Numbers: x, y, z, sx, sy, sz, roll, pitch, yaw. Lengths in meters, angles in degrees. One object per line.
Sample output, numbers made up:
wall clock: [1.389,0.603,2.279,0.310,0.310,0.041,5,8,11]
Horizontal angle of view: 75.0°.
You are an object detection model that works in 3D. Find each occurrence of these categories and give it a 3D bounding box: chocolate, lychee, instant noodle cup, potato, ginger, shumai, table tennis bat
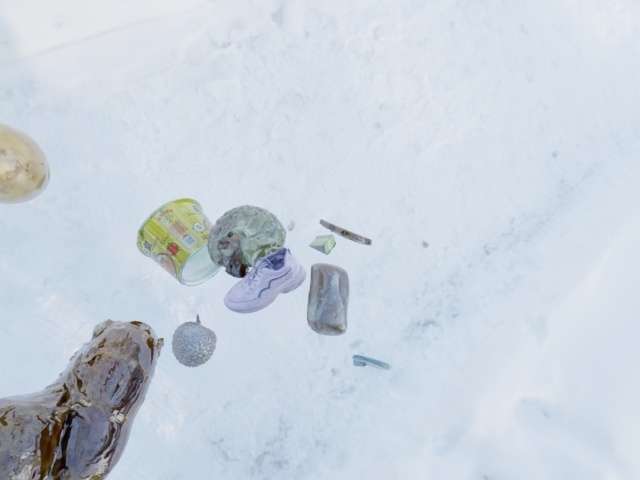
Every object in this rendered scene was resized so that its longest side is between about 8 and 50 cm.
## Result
chocolate: [0.042,0.201,1.457,0.156,0.080,0.254,15,68,-27]
lychee: [-0.466,0.370,1.550,0.165,0.165,0.198,27,60,-22]
instant noodle cup: [-0.555,0.022,1.747,0.325,0.326,0.254,-37,66,-27]
potato: [-0.571,-0.140,0.750,0.146,0.234,0.151,-7,104,-17]
ginger: [-0.425,0.277,0.711,0.254,0.176,0.418,51,29,-27]
shumai: [-0.239,0.000,1.254,0.255,0.218,0.189,-15,103,7]
table tennis bat: [0.150,0.398,1.360,0.124,0.201,0.033,22,71,-9]

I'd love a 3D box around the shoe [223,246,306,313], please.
shoe: [-0.163,0.107,1.156,0.244,0.095,0.138,-26,137,-7]

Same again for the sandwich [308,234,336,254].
sandwich: [0.000,0.000,1.840,0.074,0.116,0.074,-51,145,-22]

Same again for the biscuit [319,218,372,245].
biscuit: [0.039,-0.012,0.658,0.092,0.082,0.016,21,94,10]
